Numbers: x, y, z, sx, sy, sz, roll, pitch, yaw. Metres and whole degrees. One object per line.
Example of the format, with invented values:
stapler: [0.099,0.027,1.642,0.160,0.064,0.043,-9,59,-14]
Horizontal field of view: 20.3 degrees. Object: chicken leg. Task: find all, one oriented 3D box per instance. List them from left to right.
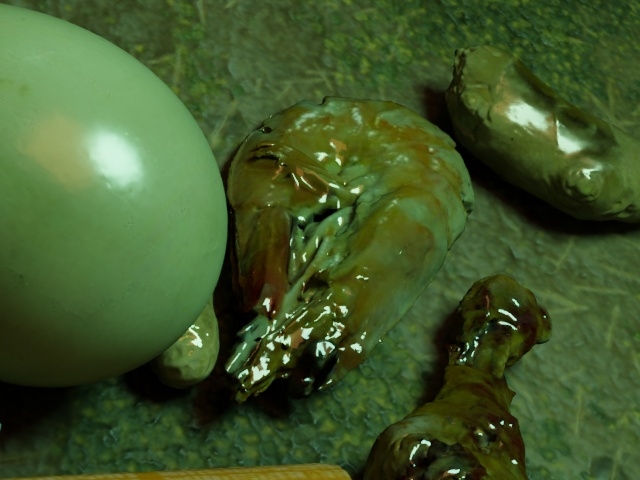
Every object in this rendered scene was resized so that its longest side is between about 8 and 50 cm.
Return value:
chicken leg: [0.088,0.113,1.044,0.107,0.087,0.251,44,37,-18]

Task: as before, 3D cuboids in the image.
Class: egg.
egg: [-0.168,-0.030,0.944,0.253,0.188,0.188,33,46,12]

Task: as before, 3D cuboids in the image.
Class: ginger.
ginger: [0.163,-0.065,1.224,0.190,0.069,0.095,33,51,-1]

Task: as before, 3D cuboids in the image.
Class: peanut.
peanut: [-0.087,0.035,1.030,0.054,0.054,0.113,3,50,-25]

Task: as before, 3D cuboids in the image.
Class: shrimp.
shrimp: [0.000,0.001,1.097,0.154,0.062,0.294,24,40,5]

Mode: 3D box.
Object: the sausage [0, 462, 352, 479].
sausage: [-0.132,0.161,0.878,0.312,0.093,0.093,1,54,-27]
